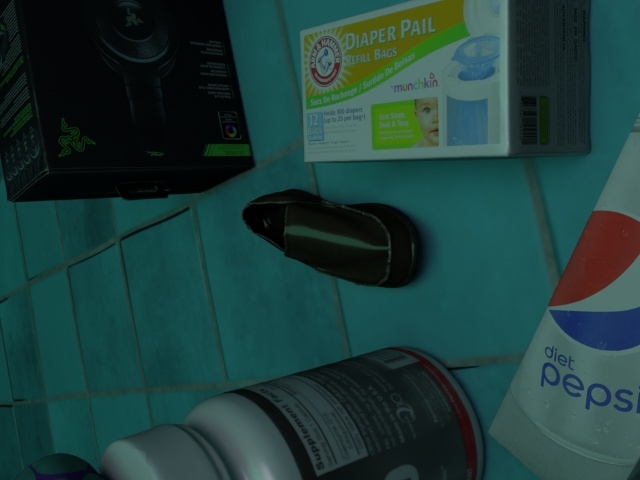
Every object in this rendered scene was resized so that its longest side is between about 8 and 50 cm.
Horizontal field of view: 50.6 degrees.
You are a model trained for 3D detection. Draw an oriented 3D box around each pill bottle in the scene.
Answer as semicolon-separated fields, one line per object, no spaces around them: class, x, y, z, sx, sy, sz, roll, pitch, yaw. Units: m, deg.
pill bottle;-0.016;0.189;0.541;0.161;0.283;0.161;10;103;49

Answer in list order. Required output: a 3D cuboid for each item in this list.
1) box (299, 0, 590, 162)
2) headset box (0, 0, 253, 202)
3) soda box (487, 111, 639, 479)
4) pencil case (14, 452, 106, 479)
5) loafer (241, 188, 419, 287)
box;0.086;-0.117;0.518;0.203;0.103;0.114;4;99;49
headset box;-0.230;-0.179;0.766;0.131;0.246;0.283;-17;81;48
soda box;0.208;0.025;0.402;0.091;0.098;0.286;39;124;39
pencil case;-0.143;0.202;0.422;0.152;0.064;0.070;30;102;44
loafer;0.000;0.000;0.654;0.220;0.078;0.080;15;106;48
